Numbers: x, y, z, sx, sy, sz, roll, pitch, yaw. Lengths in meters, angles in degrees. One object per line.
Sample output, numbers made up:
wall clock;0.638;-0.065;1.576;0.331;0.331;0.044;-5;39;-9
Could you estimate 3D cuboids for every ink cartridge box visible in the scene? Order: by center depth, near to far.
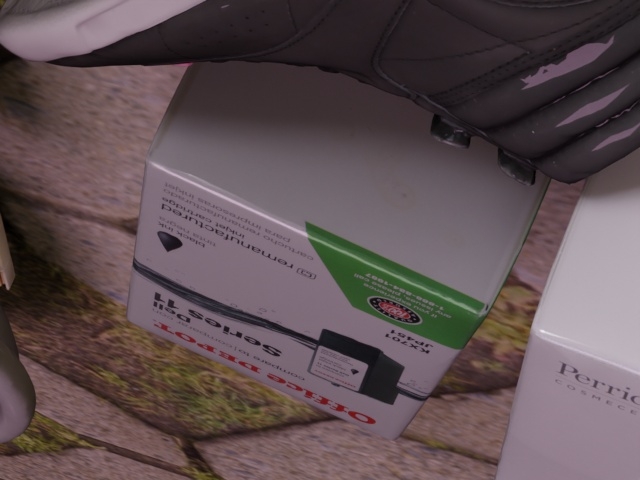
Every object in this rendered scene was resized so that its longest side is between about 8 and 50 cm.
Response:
ink cartridge box;0.000;0.000;0.843;0.153;0.087;0.208;24;159;2

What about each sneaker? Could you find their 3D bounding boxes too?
sneaker;0.012;-0.073;0.640;0.295;0.105;0.147;-9;136;47

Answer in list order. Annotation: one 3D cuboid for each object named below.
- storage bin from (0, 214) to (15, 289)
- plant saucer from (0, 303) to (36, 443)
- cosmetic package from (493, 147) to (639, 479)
storage bin;-0.294;-0.042;0.834;0.260;0.123;0.262;6;138;8
plant saucer;-0.339;-0.010;1.145;0.400;0.101;0.400;21;158;9
cosmetic package;0.194;0.057;0.714;0.224;0.138;0.225;20;156;10
